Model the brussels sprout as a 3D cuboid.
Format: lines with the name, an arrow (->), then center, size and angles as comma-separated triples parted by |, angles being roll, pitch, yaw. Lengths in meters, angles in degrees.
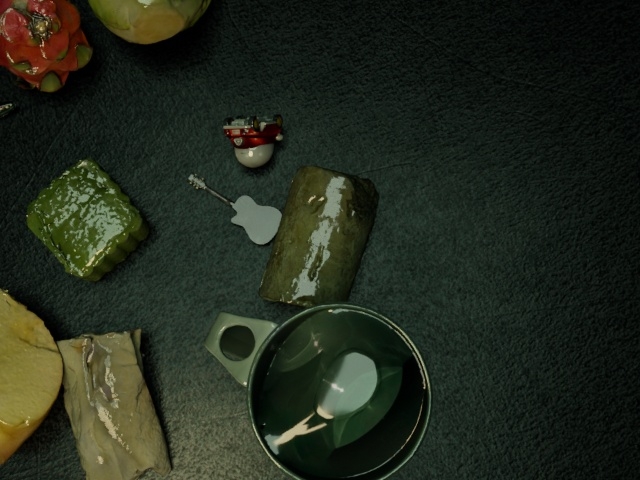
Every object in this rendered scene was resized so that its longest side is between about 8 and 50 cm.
brussels sprout -> -0.366, -0.550, 1.734 | 0.260, 0.227, 0.294 | -16, 57, 6

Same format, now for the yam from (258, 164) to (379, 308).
yam -> 0.000, 0.000, 1.655 | 0.195, 0.195, 0.300 | 18, 83, 4

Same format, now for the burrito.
burrito -> -0.426, 0.345, 1.646 | 0.190, 0.135, 0.331 | -14, 85, -8

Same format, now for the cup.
cup -> 0.009, 0.247, 1.516 | 0.310, 0.392, 0.400 | -34, 83, -4

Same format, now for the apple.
apple -> -0.680, 0.273, 1.604 | 0.309, 0.252, 0.314 | 44, 91, -6

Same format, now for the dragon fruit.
dragon fruit -> -0.605, -0.434, 1.721 | 0.224, 0.227, 0.224 | 0, 88, 7

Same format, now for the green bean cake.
green bean cake -> -0.492, -0.043, 1.710 | 0.200, 0.113, 0.214 | -44, 83, -4

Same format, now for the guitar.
guitar -> -0.188, -0.077, 1.753 | 0.233, 0.025, 0.088 | 33, 85, 5

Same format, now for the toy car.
toy car -> -0.147, -0.211, 1.726 | 0.112, 0.139, 0.112 | 3, 102, 25

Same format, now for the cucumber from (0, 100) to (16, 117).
cucumber -> -0.759, -0.271, 1.790 | 0.184, 0.033, 0.036 | -18, 107, -1
